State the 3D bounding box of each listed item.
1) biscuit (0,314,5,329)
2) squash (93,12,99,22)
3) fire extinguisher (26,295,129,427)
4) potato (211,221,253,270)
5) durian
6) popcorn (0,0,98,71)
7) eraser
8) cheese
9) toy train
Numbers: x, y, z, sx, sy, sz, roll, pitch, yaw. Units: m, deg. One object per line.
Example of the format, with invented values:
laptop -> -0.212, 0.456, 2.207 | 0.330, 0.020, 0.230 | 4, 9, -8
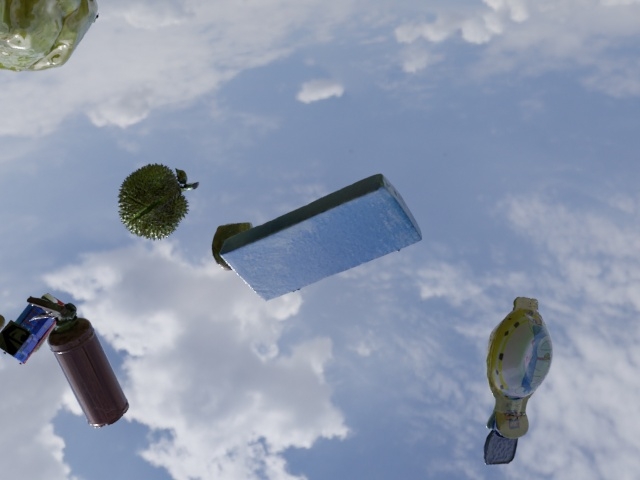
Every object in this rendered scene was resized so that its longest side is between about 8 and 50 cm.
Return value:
biscuit -> -0.555, 0.116, 1.120 | 0.147, 0.018, 0.071 | 24, -143, 25
squash -> -0.489, -0.511, 1.252 | 0.203, 0.111, 0.289 | 17, 168, -1
fire extinguisher -> -0.567, 0.269, 1.647 | 0.147, 0.337, 0.106 | -8, -155, 21
potato -> -0.214, 0.004, 1.870 | 0.054, 0.120, 0.198 | -21, -174, 27
durian -> -0.386, -0.097, 1.630 | 0.146, 0.159, 0.198 | -12, -127, 29
popcorn -> -0.397, -0.283, 0.764 | 0.293, 0.292, 0.334 | -46, -136, -12
eraser -> 0.000, 0.000, 1.188 | 0.311, 0.144, 0.043 | -23, -140, 22
cheese -> 0.288, 0.208, 1.057 | 0.156, 0.250, 0.064 | 9, -178, -39
toy train -> -0.806, 0.241, 2.005 | 0.082, 0.131, 0.204 | 29, -110, 10
